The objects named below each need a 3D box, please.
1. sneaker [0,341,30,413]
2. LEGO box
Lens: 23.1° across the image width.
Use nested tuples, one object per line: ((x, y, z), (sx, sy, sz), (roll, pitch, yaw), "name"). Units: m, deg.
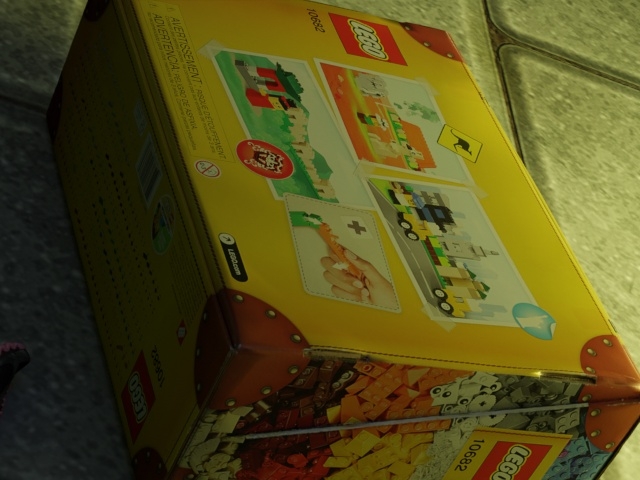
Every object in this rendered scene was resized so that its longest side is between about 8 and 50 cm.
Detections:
((-0.252, 0.119, 1.160), (0.057, 0.047, 0.119), (52, 38, 0), "sneaker")
((0.000, 0.000, 1.351), (0.372, 0.193, 0.500), (8, 39, -27), "LEGO box")
